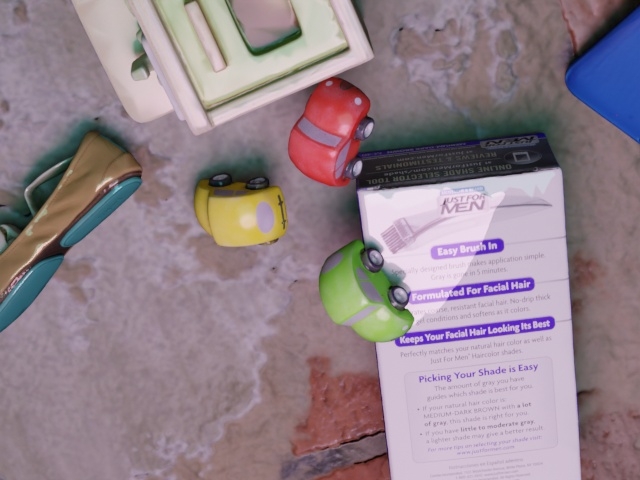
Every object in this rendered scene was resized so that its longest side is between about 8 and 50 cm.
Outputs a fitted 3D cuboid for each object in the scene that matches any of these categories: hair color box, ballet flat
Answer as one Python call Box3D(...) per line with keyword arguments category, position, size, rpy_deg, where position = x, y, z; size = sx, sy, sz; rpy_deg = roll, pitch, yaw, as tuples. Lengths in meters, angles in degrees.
Box3D(category="hair color box", position=(0.141, 0.080, 1.594), size=(0.185, 0.110, 0.338), rpy_deg=(-6, 114, 2))
Box3D(category="ballet flat", position=(-0.259, -0.007, 1.565), size=(0.232, 0.080, 0.073), rpy_deg=(-45, 80, 11))

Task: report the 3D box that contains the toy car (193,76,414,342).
Box3D(category="toy car", position=(0.000, 0.000, 1.498), size=(0.239, 0.053, 0.225), rpy_deg=(-35, 90, 42))

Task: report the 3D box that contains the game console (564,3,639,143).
Box3D(category="game console", position=(0.420, -0.180, 1.549), size=(0.293, 0.173, 0.250), rpy_deg=(34, 75, -16))

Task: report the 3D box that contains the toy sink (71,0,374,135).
Box3D(category="toy sink", position=(-0.091, -0.192, 1.457), size=(0.234, 0.131, 0.152), rpy_deg=(-22, 111, 6))
